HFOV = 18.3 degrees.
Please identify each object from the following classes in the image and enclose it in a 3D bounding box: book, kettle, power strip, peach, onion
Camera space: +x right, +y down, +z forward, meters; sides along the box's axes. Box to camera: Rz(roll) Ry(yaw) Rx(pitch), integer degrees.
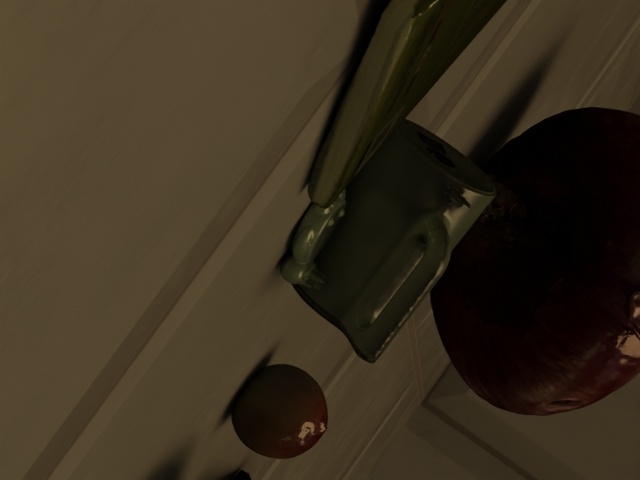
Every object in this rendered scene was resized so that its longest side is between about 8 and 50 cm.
[{"bbox_3d":[0.115,-0.189,1.349,0.352,0.035,0.239,-50,172,-33],"label":"book"},{"bbox_3d":[0.058,0.001,1.482,0.148,0.127,0.098,-55,151,14],"label":"kettle"},{"bbox_3d":[0.000,0.000,1.442,0.055,0.035,0.083,-41,161,-58],"label":"power strip"},{"bbox_3d":[-0.033,0.146,1.683,0.083,0.083,0.083,-53,171,-12],"label":"peach"},{"bbox_3d":[0.234,0.005,2.106,0.348,0.285,0.347,-33,-139,35],"label":"onion"}]

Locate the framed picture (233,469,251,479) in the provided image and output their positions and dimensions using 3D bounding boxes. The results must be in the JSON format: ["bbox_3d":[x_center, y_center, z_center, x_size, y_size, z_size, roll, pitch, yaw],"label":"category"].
[{"bbox_3d":[-0.148,0.379,1.870,0.324,0.013,0.244,-56,-167,2],"label":"framed picture"}]
